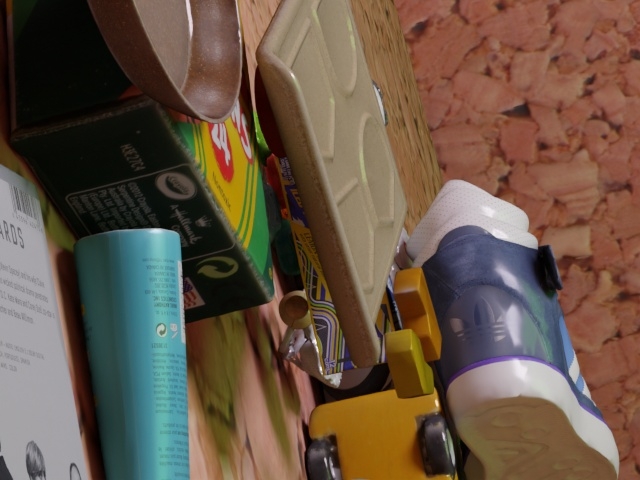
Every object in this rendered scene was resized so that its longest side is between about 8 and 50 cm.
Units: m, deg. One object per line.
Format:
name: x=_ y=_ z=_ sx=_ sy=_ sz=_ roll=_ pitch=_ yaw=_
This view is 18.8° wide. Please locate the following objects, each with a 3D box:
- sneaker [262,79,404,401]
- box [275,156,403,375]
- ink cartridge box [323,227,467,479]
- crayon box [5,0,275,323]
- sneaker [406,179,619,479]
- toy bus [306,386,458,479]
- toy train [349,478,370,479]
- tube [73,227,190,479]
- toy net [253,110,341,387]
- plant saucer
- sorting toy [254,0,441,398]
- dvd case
sneaker: x=0.000 y=0.000 z=1.533 sx=0.108 sy=0.100 sz=0.272 roll=-13 pitch=95 yaw=-52
box: x=0.014 y=0.006 z=1.354 sx=0.054 sy=0.059 sz=0.169 roll=10 pitch=67 yaw=-83
ink cartridge box: x=0.057 y=0.112 z=1.659 sx=0.160 sy=0.092 sz=0.219 roll=53 pitch=24 yaw=-67
crayon box: x=-0.103 y=-0.138 z=1.052 sx=0.202 sy=0.081 sz=0.318 roll=63 pitch=15 yaw=-56
sneaker: x=0.157 y=0.082 z=1.606 sx=0.323 sy=0.130 sz=0.236 roll=58 pitch=20 yaw=-59
toy bus: x=0.073 y=0.283 z=1.440 sx=0.130 sy=0.108 sz=0.333 roll=60 pitch=18 yaw=-63
toy train: x=0.039 y=0.280 z=1.185 sx=0.143 sy=0.105 sz=0.248 roll=78 pitch=4 yaw=-54
tube: x=-0.083 y=0.099 z=0.929 sx=0.080 sy=0.052 sz=0.207 roll=29 pitch=53 yaw=-72
toy net: x=-0.033 y=0.018 z=1.402 sx=0.122 sy=0.045 sz=0.232 roll=-98 pitch=172 yaw=-45
plant saucer: x=-0.077 y=-0.131 z=0.861 sx=0.168 sy=0.029 sz=0.168 roll=-13 pitch=90 yaw=-75
sorting toy: x=0.017 y=-0.021 z=1.224 sx=0.229 sy=0.041 sz=0.307 roll=-78 pitch=154 yaw=-60
dvd case: x=-0.127 y=0.077 z=0.721 sx=0.179 sy=0.029 sz=0.239 roll=43 pitch=34 yaw=-75
